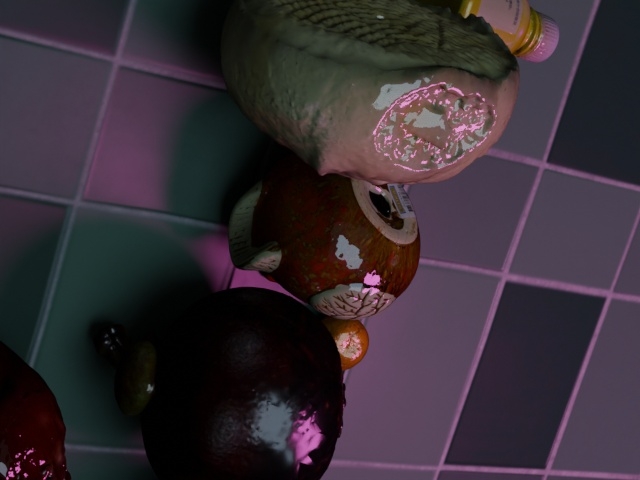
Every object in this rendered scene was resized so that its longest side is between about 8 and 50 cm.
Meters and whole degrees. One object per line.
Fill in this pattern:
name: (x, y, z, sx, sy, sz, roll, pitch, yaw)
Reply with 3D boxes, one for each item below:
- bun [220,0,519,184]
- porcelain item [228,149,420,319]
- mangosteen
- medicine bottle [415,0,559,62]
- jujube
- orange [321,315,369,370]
bun: (0.049, -0.180, 1.768, 0.364, 0.364, 0.202, -3, 122, -36)
porcelain item: (0.000, 0.000, 1.914, 0.253, 0.253, 0.253, -15, 117, -31)
mangosteen: (-0.111, 0.202, 1.831, 0.293, 0.297, 0.297, 4, 106, -33)
medicine bottle: (0.230, -0.299, 1.993, 0.212, 0.122, 0.122, 13, 101, -40)
jujube: (-0.415, 0.295, 1.695, 0.258, 0.258, 0.377, -12, 110, -33)
orange: (0.027, 0.141, 2.059, 0.083, 0.070, 0.083, -6, 104, -25)
